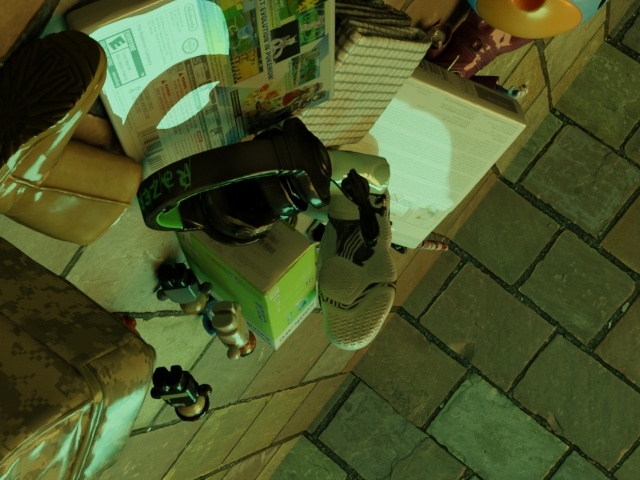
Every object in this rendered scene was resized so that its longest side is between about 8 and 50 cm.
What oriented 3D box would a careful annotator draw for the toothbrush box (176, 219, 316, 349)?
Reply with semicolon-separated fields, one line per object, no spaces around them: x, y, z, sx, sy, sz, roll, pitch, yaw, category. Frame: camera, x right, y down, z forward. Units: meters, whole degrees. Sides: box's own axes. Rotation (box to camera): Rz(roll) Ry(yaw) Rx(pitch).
-0.121;0.041;1.477;0.122;0.206;0.283;-46;163;-19;toothbrush box

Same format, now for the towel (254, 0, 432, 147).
0.023;-0.260;1.369;0.235;0.121;0.283;-51;161;29;towel

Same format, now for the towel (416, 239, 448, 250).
0.175;-0.010;2.142;0.329;0.237;0.037;6;95;-71;towel

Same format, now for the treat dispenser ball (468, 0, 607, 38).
0.380;-0.498;1.516;0.288;0.288;0.288;-46;163;-18;treat dispenser ball

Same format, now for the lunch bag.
-0.369;0.151;0.883;0.256;0.305;0.212;-30;151;-60;lunch bag

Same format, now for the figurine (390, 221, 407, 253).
0.146;-0.107;1.861;0.215;0.209;0.092;-59;168;23;figurine

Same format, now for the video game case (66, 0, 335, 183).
-0.120;-0.215;1.051;0.300;0.036;0.329;-26;158;-10;video game case

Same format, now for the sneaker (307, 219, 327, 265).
0.000;0.000;1.983;0.084;0.069;0.185;-26;145;-39;sneaker

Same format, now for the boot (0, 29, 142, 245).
-0.274;-0.103;0.977;0.236;0.089;0.269;-42;165;7;boot

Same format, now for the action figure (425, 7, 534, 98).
0.315;-0.422;1.816;0.370;0.248;0.276;-41;-152;9;action figure

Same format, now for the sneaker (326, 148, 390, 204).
0.038;-0.109;1.546;0.256;0.151;0.094;-167;-95;-75;sneaker

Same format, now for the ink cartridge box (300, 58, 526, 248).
0.163;-0.166;1.713;0.308;0.091;0.385;17;133;-25;ink cartridge box

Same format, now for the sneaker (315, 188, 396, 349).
0.062;0.067;1.629;0.210;0.137;0.366;99;-3;-56;sneaker

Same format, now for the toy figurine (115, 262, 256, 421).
-0.227;0.167;1.449;0.209;0.213;0.148;-49;150;-17;toy figurine

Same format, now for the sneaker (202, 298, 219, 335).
-0.182;0.142;1.789;0.126;0.091;0.240;-31;162;-3;sneaker

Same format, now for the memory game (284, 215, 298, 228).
-0.068;-0.019;1.678;0.186;0.012;0.186;-160;-90;-81;memory game

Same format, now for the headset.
-0.066;-0.055;1.240;0.394;0.185;0.243;-9;169;-46;headset
